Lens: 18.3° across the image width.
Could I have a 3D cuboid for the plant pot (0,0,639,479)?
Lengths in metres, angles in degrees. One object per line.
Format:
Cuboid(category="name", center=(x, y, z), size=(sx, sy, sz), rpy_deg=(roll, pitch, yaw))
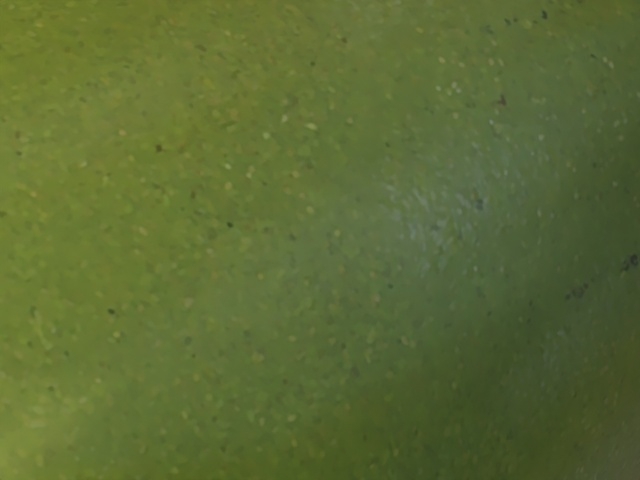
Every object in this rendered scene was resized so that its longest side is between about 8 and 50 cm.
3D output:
Cuboid(category="plant pot", center=(0.000, 0.000, 0.533), size=(0.293, 0.275, 0.274), rpy_deg=(-30, 94, -21))
